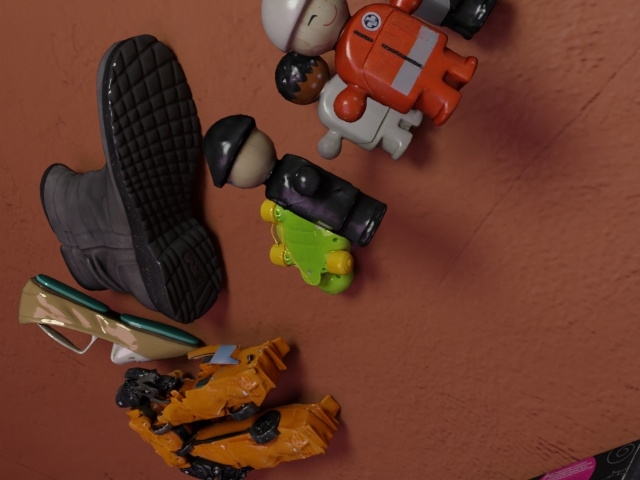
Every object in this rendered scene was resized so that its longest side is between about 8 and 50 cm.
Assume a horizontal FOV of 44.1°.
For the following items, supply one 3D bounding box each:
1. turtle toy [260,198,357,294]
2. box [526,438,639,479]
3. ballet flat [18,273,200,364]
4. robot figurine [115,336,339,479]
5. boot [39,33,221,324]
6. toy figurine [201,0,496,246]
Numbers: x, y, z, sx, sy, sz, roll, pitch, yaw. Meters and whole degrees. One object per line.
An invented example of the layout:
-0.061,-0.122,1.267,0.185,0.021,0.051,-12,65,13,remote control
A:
0.000,0.000,0.794,0.095,0.066,0.130,8,121,34,turtle toy
0.237,0.326,0.757,0.142,0.163,0.247,50,133,2,box
-0.270,0.116,1.004,0.232,0.080,0.073,23,90,-5,ballet flat
-0.126,0.216,0.989,0.291,0.085,0.211,-20,115,40,robot figurine
-0.246,-0.066,0.902,0.223,0.118,0.337,14,119,34,boot
0.021,-0.127,0.605,0.148,0.209,0.213,27,135,-2,toy figurine
